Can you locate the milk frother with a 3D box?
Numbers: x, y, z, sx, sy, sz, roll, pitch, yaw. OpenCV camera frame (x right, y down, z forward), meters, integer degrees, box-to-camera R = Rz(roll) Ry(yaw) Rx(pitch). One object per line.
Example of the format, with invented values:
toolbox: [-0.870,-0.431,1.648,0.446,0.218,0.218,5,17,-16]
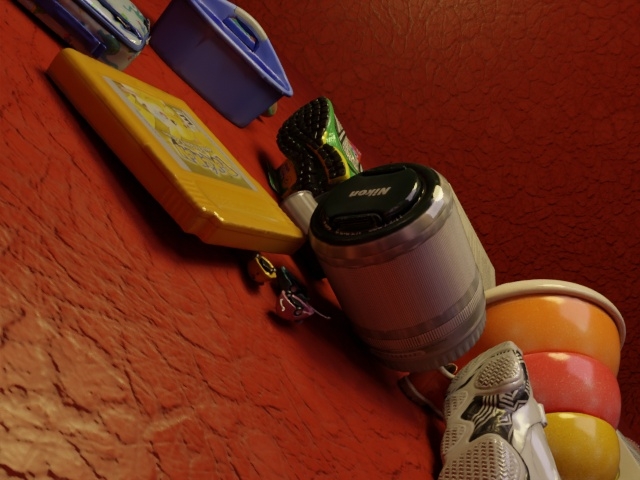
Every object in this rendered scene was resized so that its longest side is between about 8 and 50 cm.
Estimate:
milk frother: [0.000,0.000,1.237,0.134,0.129,0.143,55,-28,24]

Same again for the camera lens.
camera lens: [0.121,0.037,1.078,0.219,0.220,0.274,-107,173,-60]

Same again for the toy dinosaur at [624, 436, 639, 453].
toy dinosaur: [0.586,0.450,1.499,0.127,0.296,0.200,84,11,-72]

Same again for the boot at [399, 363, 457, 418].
boot: [0.206,0.245,1.182,0.158,0.085,0.059,36,17,-45]

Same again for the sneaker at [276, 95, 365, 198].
sneaker: [0.010,-0.155,1.413,0.146,0.134,0.343,40,26,-42]

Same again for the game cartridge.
game cartridge: [-0.183,-0.112,0.977,0.323,0.052,0.285,45,12,19]

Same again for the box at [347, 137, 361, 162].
box: [0.014,-0.201,1.727,0.128,0.123,0.257,47,14,-8]

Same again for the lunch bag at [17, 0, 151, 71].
lunch bag: [-0.366,-0.356,1.077,0.219,0.090,0.176,41,18,-23]

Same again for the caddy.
caddy: [-0.204,-0.410,1.522,0.341,0.179,0.241,41,14,-26]

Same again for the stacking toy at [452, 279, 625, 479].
stacking toy: [0.388,0.339,1.207,0.351,0.351,0.479,39,35,-32]

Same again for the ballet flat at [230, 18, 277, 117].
ballet flat: [-0.188,-0.431,1.811,0.342,0.116,0.124,59,-3,37]

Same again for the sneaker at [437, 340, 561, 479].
sneaker: [0.285,0.319,1.033,0.210,0.137,0.366,49,31,-12]

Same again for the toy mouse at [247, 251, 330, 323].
toy mouse: [-0.045,0.077,0.971,0.143,0.031,0.161,40,11,-26]

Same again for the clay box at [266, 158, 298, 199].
clay box: [-0.016,-0.086,1.469,0.222,0.053,0.127,41,17,-28]

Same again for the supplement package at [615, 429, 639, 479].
supplement package: [0.509,0.472,1.243,0.149,0.194,0.203,46,13,-14]

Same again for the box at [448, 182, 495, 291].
box: [0.235,0.043,1.347,0.311,0.121,0.147,51,38,-45]
